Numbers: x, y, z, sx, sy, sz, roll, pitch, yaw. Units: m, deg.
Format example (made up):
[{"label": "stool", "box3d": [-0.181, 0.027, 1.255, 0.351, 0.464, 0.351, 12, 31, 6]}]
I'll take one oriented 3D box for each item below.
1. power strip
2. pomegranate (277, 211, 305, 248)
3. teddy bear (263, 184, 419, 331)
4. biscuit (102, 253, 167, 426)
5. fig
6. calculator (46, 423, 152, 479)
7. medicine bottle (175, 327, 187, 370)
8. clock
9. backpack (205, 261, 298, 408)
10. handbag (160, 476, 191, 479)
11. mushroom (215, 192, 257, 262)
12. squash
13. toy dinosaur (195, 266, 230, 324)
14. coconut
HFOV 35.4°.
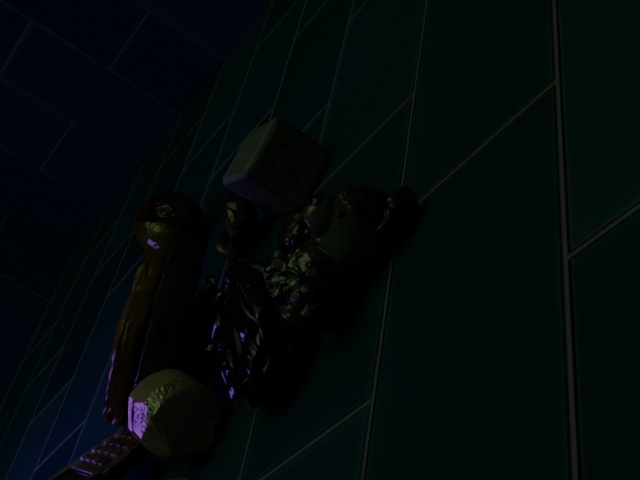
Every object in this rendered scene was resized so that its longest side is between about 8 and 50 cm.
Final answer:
[{"label": "power strip", "box3d": [-0.101, -0.140, 2.015, 0.139, 0.140, 0.224, -64, 18, -15]}, {"label": "pomegranate", "box3d": [0.000, 0.000, 1.597, 0.142, 0.114, 0.114, -27, 26, 10]}, {"label": "teddy bear", "box3d": [0.012, -0.003, 1.470, 0.251, 0.144, 0.171, -58, 28, 3]}, {"label": "biscuit", "box3d": [-0.361, 0.184, 1.949, 0.351, 0.057, 0.312, 112, 171, -59]}, {"label": "fig", "box3d": [-0.381, -0.024, 2.522, 0.191, 0.181, 0.181, 100, -169, -61]}, {"label": "calculator", "box3d": [-0.389, 0.406, 1.854, 0.330, 0.048, 0.220, -36, 9, -27]}, {"label": "medicine bottle", "box3d": [-0.314, 0.237, 2.068, 0.119, 0.069, 0.183, -53, 17, 25]}, {"label": "clock", "box3d": [-0.274, 0.128, 1.851, 0.325, 0.067, 0.325, -165, 90, -84]}, {"label": "backpack", "box3d": [-0.104, 0.148, 1.557, 0.258, 0.133, 0.206, -113, 38, -58]}, {"label": "handbag", "box3d": [-0.207, 0.440, 1.302, 0.193, 0.190, 0.251, -27, 29, 39]}, {"label": "mushroom", "box3d": [-0.170, -0.021, 2.069, 0.135, 0.080, 0.170, 86, -172, -49]}, {"label": "squash", "box3d": [-0.226, 0.164, 1.963, 0.066, 0.066, 0.252, -48, 21, 29]}, {"label": "toy dinosaur", "box3d": [-0.190, 0.118, 1.935, 0.279, 0.101, 0.055, -106, 25, -56]}, {"label": "coconut", "box3d": [-0.247, 0.292, 1.691, 0.147, 0.147, 0.153, -61, 23, -8]}]
